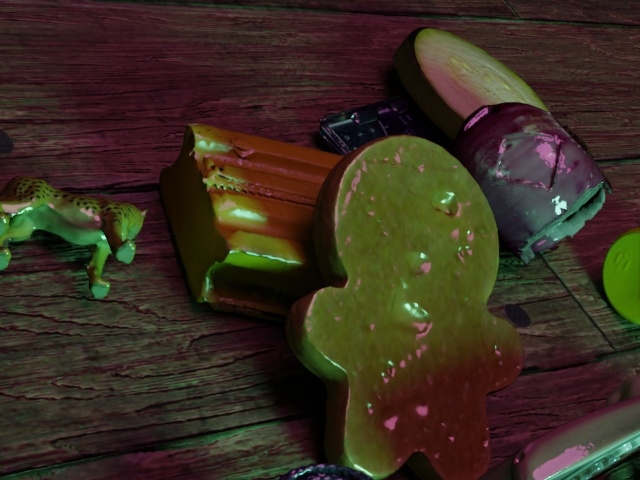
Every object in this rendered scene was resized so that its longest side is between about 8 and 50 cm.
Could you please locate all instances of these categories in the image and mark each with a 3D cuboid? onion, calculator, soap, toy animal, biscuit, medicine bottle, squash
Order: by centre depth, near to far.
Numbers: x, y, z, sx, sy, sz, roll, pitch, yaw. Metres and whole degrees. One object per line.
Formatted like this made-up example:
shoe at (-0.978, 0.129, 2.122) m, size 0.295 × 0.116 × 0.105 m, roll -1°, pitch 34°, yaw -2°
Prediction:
toy animal at (-0.254, -0.018, 1.545) m, size 0.181 × 0.073 × 0.136 m, roll 13°, pitch 29°, yaw -11°
calculator at (0.248, 0.205, 1.553) m, size 0.329 × 0.220 × 0.048 m, roll -13°, pitch 67°, yaw -42°
biscuit at (0.082, 0.070, 1.604) m, size 0.275 × 0.052 × 0.355 m, roll 8°, pitch 72°, yaw -33°
soap at (-0.001, 0.000, 1.707) m, size 0.324 × 0.096 × 0.204 m, roll 12°, pitch 40°, yaw -31°
onion at (0.239, -0.078, 1.936) m, size 0.207 × 0.200 × 0.200 m, roll -12°, pitch 55°, yaw -50°
calculator at (0.118, -0.110, 2.013) m, size 0.166 × 0.028 × 0.274 m, roll 47°, pitch 34°, yaw 16°
medicine bottle at (0.462, 0.042, 2.042) m, size 0.212 × 0.122 × 0.122 m, roll -1°, pitch 47°, yaw -42°
squash at (0.204, -0.181, 2.136) m, size 0.252 × 0.049 × 0.252 m, roll 29°, pitch 31°, yaw -19°

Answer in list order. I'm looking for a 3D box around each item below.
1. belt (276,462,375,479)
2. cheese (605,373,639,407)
belt at (-0.006, 0.296, 1.311) m, size 0.139 × 0.126 × 0.230 m, roll 7°, pitch 36°, yaw 3°
cheese at (0.445, 0.229, 1.768) m, size 0.263 × 0.093 × 0.159 m, roll 27°, pitch 1°, yaw -14°
